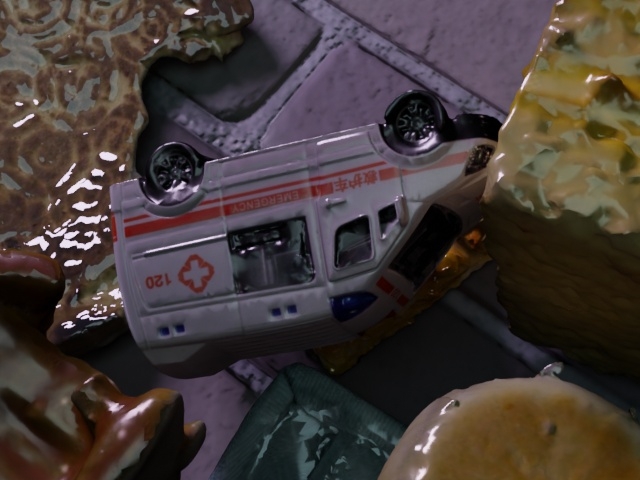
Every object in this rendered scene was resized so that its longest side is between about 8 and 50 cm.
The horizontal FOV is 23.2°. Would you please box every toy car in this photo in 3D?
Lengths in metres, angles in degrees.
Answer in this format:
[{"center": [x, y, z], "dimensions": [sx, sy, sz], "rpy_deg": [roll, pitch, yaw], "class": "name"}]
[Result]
[{"center": [0.000, 0.000, 0.787], "dimensions": [0.209, 0.089, 0.108], "rpy_deg": [-12, 71, 13], "class": "toy car"}]

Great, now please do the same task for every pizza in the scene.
[{"center": [0.017, 0.006, 0.852], "dimensions": [0.178, 0.041, 0.131], "rpy_deg": [21, 75, 17], "class": "pizza"}]

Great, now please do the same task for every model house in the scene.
[{"center": [-0.200, 0.119, 0.769], "dimensions": [0.229, 0.199, 0.219], "rpy_deg": [32, 64, 16], "class": "model house"}]

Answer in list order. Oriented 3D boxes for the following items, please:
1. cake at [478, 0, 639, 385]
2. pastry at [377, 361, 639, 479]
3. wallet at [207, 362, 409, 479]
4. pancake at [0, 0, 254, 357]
[{"center": [0.229, -0.074, 0.748], "dimensions": [0.222, 0.227, 0.286], "rpy_deg": [19, 75, 15], "class": "cake"}, {"center": [0.095, 0.134, 0.695], "dimensions": [0.165, 0.088, 0.166], "rpy_deg": [0, 55, 0], "class": "pastry"}, {"center": [0.057, 0.235, 0.738], "dimensions": [0.342, 0.075, 0.237], "rpy_deg": [30, 78, 19], "class": "wallet"}, {"center": [-0.164, -0.068, 0.921], "dimensions": [0.286, 0.033, 0.288], "rpy_deg": [-28, 67, -4], "class": "pancake"}]
